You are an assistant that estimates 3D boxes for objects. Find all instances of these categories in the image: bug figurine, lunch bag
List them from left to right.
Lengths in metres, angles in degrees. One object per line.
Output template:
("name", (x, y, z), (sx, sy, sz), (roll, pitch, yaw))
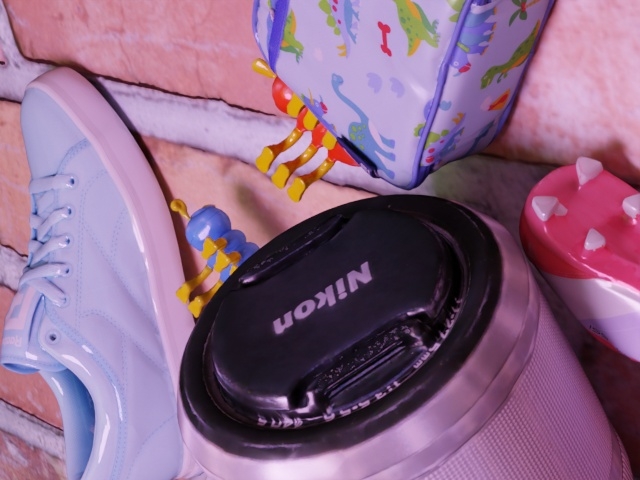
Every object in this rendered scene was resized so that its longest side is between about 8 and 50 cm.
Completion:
("bug figurine", (0.000, 0.000, 1.202), (0.216, 0.072, 0.279), (48, 143, 8))
("lunch bag", (0.042, -0.151, 0.997), (0.176, 0.090, 0.219), (48, 147, 23))

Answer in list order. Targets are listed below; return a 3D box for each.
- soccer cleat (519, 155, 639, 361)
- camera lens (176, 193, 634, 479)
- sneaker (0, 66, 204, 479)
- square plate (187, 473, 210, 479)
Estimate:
("soccer cleat", (0.207, 0.053, 0.951), (0.248, 0.083, 0.095), (43, 164, 24))
("camera lens", (0.059, 0.126, 1.027), (0.219, 0.219, 0.274), (19, 149, 48))
("sneaker", (-0.201, 0.041, 1.425), (0.135, 0.150, 0.366), (-19, 90, 58))
("square plate", (0.006, 0.267, 1.446), (0.347, 0.049, 0.344), (48, 148, 19))
